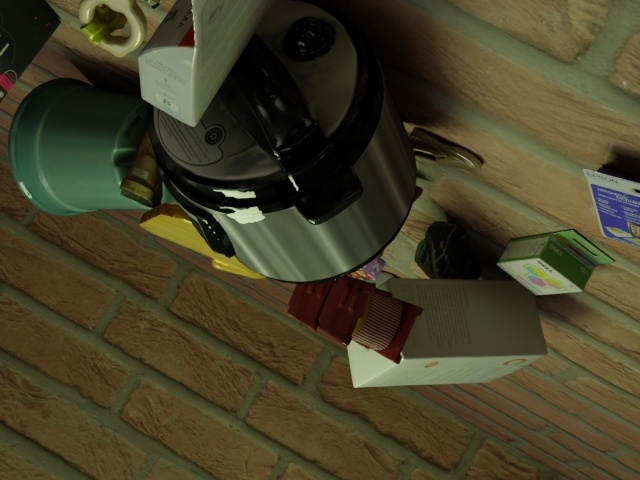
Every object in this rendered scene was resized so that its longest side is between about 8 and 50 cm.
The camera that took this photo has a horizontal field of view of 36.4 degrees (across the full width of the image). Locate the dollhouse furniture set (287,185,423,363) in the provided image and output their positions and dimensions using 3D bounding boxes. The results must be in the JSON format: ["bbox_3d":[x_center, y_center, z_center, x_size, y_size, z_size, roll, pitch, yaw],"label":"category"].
[{"bbox_3d":[0.110,0.013,1.773,0.152,0.374,0.201,22,180,37],"label":"dollhouse furniture set"}]

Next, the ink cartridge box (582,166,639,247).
[{"bbox_3d":[0.499,-0.041,1.420,0.206,0.045,0.208,21,163,33],"label":"ink cartridge box"}]

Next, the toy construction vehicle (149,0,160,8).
[{"bbox_3d":[-0.309,-0.448,1.701,0.086,0.035,0.098,39,170,-23],"label":"toy construction vehicle"}]

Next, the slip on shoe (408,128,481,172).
[{"bbox_3d":[0.207,-0.143,1.660,0.135,0.041,0.051,28,165,10],"label":"slip on shoe"}]

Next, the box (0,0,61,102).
[{"bbox_3d":[-0.712,-0.428,2.068,0.143,0.270,0.165,21,162,32],"label":"box"}]

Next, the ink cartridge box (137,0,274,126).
[{"bbox_3d":[-0.104,-0.336,1.135,0.091,0.308,0.385,30,164,1],"label":"ink cartridge box"}]

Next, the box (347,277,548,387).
[{"bbox_3d":[0.252,0.191,2.000,0.345,0.168,0.215,2,156,-27],"label":"box"}]

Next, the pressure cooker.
[{"bbox_3d":[-0.062,-0.170,1.499,0.369,0.376,0.420,8,157,21],"label":"pressure cooker"}]

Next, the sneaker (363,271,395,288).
[{"bbox_3d":[0.218,0.171,2.517,0.268,0.101,0.153,14,155,41],"label":"sneaker"}]

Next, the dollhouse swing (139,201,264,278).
[{"bbox_3d":[-0.154,-0.079,2.052,0.305,0.315,0.347,38,164,-14],"label":"dollhouse swing"}]

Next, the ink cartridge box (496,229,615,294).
[{"bbox_3d":[0.428,0.043,1.791,0.109,0.062,0.209,36,164,-14],"label":"ink cartridge box"}]

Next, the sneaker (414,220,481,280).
[{"bbox_3d":[0.244,0.037,2.044,0.122,0.110,0.283,27,165,28],"label":"sneaker"}]

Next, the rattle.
[{"bbox_3d":[-0.330,-0.426,1.702,0.130,0.143,0.200,42,135,5],"label":"rattle"}]

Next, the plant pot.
[{"bbox_3d":[-0.494,-0.211,2.304,0.334,0.341,0.341,8,154,37],"label":"plant pot"}]

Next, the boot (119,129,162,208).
[{"bbox_3d":[-0.329,-0.207,2.062,0.089,0.270,0.236,24,173,-7],"label":"boot"}]

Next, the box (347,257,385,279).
[{"bbox_3d":[0.000,0.000,2.478,0.293,0.057,0.201,37,163,-20],"label":"box"}]
